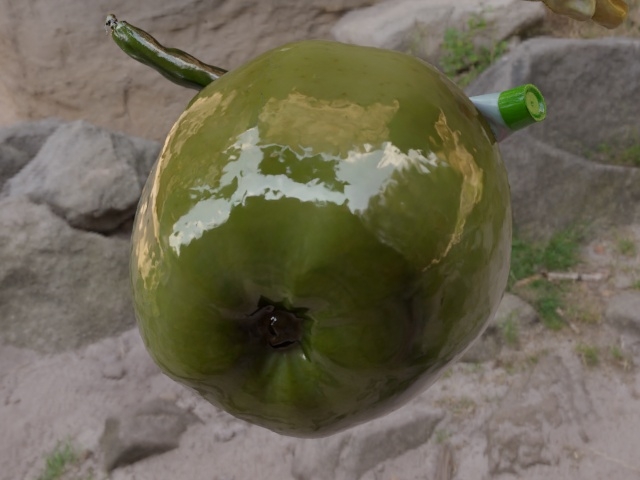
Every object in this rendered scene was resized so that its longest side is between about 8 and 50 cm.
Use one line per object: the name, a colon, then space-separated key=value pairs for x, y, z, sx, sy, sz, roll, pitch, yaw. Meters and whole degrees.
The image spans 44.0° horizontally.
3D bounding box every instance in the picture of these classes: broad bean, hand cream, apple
broad bean: x=-0.199 y=-0.253 z=1.165 sx=0.255 sy=0.046 sz=0.065 roll=24 pitch=38 yaw=-24
hand cream: x=0.169 y=-0.144 z=1.061 sx=0.275 sy=0.078 sz=0.050 roll=-16 pitch=5 yaw=45
apple: x=0.000 y=0.000 z=0.937 sx=0.474 sy=0.473 sz=0.473 roll=-5 pitch=37 yaw=4

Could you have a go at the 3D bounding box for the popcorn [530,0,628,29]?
popcorn: x=0.241 y=-0.325 z=0.767 sx=0.190 sy=0.191 sz=0.253 roll=8 pitch=49 yaw=30
